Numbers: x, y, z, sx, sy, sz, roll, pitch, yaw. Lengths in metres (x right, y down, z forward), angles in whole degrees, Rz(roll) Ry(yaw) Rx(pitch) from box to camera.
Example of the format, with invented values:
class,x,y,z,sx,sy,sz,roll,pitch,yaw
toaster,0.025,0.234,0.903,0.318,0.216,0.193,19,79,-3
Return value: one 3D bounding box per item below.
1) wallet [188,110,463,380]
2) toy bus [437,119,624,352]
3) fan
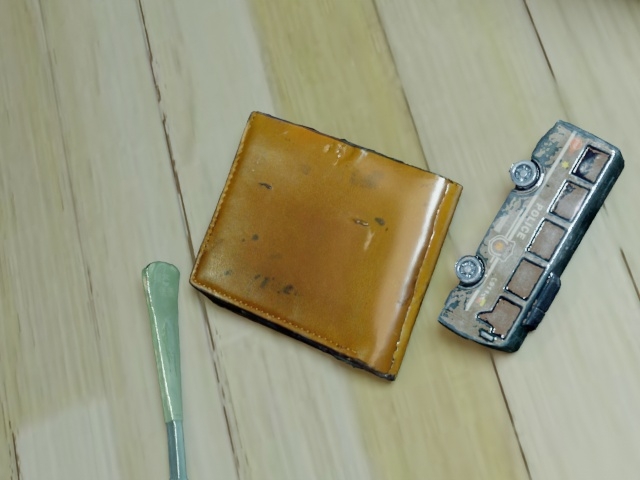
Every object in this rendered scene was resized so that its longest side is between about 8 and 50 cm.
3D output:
class,x,y,z,sx,sy,sz,roll,pitch,yaw
wallet,0.002,0.000,0.771,0.195,0.042,0.161,20,91,28
toy bus,0.146,0.000,0.690,0.065,0.047,0.166,30,91,27
fan,-0.125,0.111,0.812,0.016,0.038,0.193,-19,71,35
